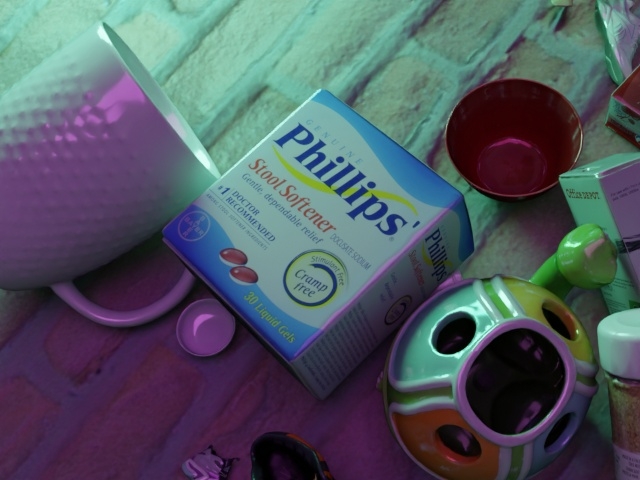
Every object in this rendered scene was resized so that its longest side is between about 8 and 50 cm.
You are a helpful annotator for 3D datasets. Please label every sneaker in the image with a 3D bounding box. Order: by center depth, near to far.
[{"bbox_3d":[0.009,0.358,1.127,0.124,0.180,0.321,-39,66,-8],"label":"sneaker"},{"bbox_3d":[-0.128,0.307,1.250,0.069,0.038,0.098,-36,66,-6],"label":"sneaker"},{"bbox_3d":[0.440,-0.293,1.407,0.061,0.054,0.152,-6,65,4],"label":"sneaker"}]

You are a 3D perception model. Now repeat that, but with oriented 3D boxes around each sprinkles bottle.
[{"bbox_3d":[0.378,0.254,1.052,0.121,0.121,0.355,-7,99,6],"label":"sprinkles bottle"}]

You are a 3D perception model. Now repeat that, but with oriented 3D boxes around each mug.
[{"bbox_3d":[-0.317,-0.054,1.337,0.328,0.276,0.374,-36,96,2],"label":"mug"}]

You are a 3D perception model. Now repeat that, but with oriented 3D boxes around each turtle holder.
[{"bbox_3d":[0.229,0.149,1.131,0.320,0.227,0.243,-23,83,-6],"label":"turtle holder"}]

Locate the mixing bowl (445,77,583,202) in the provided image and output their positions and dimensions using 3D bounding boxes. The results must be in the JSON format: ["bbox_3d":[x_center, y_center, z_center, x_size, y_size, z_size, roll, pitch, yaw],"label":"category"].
[{"bbox_3d":[0.263,-0.120,1.336,0.181,0.098,0.181,-3,66,8],"label":"mixing bowl"}]

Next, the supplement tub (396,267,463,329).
[{"bbox_3d":[0.136,0.070,1.291,0.107,0.071,0.071,-18,65,1],"label":"supplement tub"}]

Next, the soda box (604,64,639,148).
[{"bbox_3d":[0.516,-0.245,1.356,0.092,0.083,0.263,41,78,22],"label":"soda box"}]

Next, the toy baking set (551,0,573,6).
[{"bbox_3d":[0.434,-0.442,1.462,0.256,0.030,0.197,-22,55,-8],"label":"toy baking set"}]

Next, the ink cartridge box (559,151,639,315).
[{"bbox_3d":[0.386,0.000,1.191,0.086,0.153,0.208,-23,95,-2],"label":"ink cartridge box"}]

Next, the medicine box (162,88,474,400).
[{"bbox_3d":[0.000,0.000,1.234,0.289,0.149,0.263,-44,61,-9],"label":"medicine box"}]

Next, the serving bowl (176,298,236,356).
[{"bbox_3d":[-0.155,0.123,1.340,0.083,0.027,0.083,-4,67,8],"label":"serving bowl"}]
